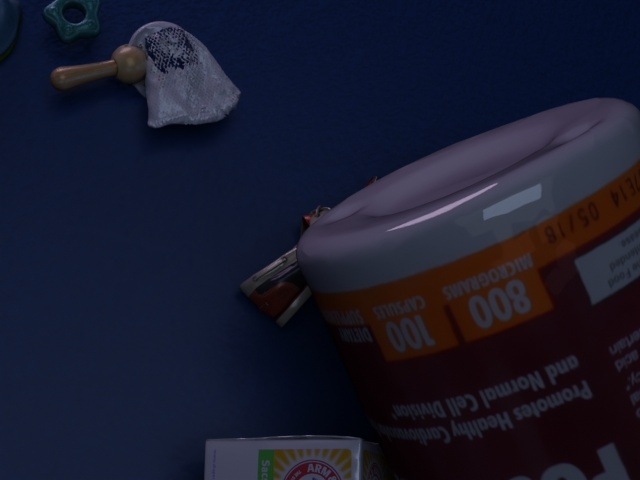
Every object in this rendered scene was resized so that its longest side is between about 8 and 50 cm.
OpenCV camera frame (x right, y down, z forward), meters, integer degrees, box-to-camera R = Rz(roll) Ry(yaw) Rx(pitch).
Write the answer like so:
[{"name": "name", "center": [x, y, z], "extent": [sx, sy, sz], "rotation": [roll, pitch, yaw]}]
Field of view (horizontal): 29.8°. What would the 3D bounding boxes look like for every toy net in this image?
[{"name": "toy net", "center": [-0.165, -0.153, 0.872], "extent": [0.232, 0.045, 0.122], "rotation": [23, 71, -8]}]

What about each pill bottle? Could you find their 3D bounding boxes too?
[{"name": "pill bottle", "center": [0.160, 0.132, 0.743], "extent": [0.224, 0.224, 0.392], "rotation": [-27, 99, -17]}]

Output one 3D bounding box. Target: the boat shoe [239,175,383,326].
[{"name": "boat shoe", "center": [0.000, 0.000, 0.867], "extent": [0.043, 0.049, 0.137], "rotation": [41, 76, 2]}]

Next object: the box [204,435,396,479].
[{"name": "box", "center": [-0.009, 0.228, 0.756], "extent": [0.103, 0.114, 0.203], "rotation": [-4, 74, 17]}]
